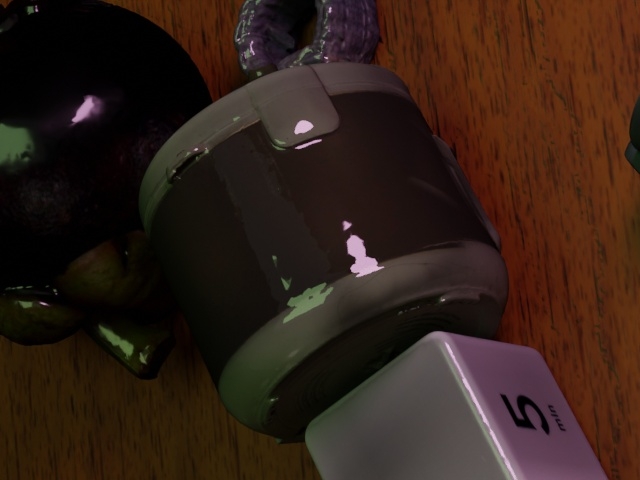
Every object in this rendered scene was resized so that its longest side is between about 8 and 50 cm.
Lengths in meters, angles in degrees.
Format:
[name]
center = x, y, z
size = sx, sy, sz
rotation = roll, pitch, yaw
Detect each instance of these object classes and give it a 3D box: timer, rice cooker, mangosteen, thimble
[timer]
center = 0.135, 0.220, 1.762
size = 0.192, 0.195, 0.194
rotation = -39, 61, 25
[rice cooker]
center = 0.000, 0.000, 1.831
size = 0.335, 0.335, 0.325
rotation = -40, 62, 24
[mangosteen]
center = -0.283, -0.061, 2.040
size = 0.382, 0.382, 0.435
rotation = -4, 116, 35
[thimble]
center = -0.016, -0.226, 2.004
size = 0.150, 0.097, 0.150
rotation = -7, 77, 35

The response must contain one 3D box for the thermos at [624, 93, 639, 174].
[thermos]
center = 0.386, -0.167, 1.657
size = 0.145, 0.182, 0.286
rotation = 46, 107, 32
